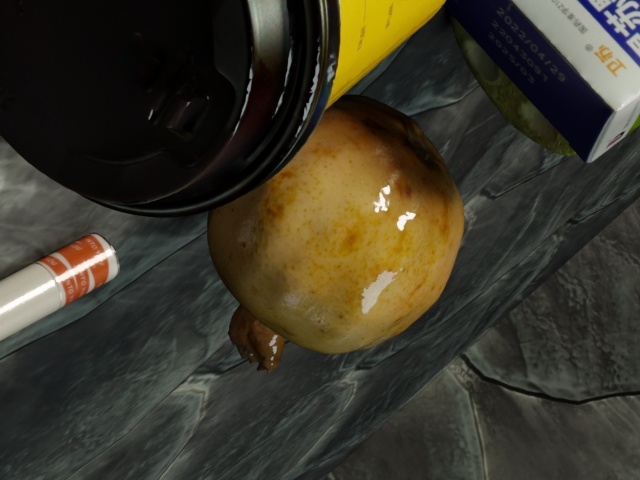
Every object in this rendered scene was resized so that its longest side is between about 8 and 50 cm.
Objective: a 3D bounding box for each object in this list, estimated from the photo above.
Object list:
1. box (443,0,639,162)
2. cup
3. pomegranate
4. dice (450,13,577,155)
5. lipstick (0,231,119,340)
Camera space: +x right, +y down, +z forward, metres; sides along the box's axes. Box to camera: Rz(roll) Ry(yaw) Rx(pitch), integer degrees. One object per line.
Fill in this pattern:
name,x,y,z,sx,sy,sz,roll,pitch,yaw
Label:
box,0.246,-0.227,1.265,0.299,0.200,0.106,-38,167,-12
cup,-0.038,-0.135,0.849,0.196,0.196,0.280,-50,173,35
pomegranate,0.010,-0.013,1.357,0.207,0.207,0.207,-38,167,-11
dice,0.218,-0.183,1.405,0.169,0.166,0.169,-36,166,-17
lipstick,-0.204,0.037,1.236,0.131,0.038,0.038,-30,164,-36
